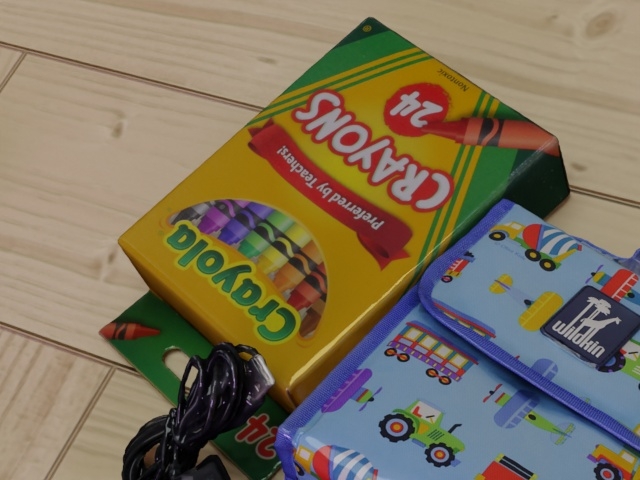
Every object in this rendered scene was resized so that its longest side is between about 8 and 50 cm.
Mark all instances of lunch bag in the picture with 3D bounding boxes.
[{"bbox_3d":[0.145,0.112,1.004,0.221,0.138,0.293,29,56,21],"label":"lunch bag"}]

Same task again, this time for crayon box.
[{"bbox_3d":[0.000,0.000,1.146,0.318,0.081,0.202,-43,56,-13],"label":"crayon box"}]

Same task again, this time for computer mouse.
[{"bbox_3d":[-0.071,0.216,0.997,0.072,0.188,0.272,16,52,-23],"label":"computer mouse"}]
